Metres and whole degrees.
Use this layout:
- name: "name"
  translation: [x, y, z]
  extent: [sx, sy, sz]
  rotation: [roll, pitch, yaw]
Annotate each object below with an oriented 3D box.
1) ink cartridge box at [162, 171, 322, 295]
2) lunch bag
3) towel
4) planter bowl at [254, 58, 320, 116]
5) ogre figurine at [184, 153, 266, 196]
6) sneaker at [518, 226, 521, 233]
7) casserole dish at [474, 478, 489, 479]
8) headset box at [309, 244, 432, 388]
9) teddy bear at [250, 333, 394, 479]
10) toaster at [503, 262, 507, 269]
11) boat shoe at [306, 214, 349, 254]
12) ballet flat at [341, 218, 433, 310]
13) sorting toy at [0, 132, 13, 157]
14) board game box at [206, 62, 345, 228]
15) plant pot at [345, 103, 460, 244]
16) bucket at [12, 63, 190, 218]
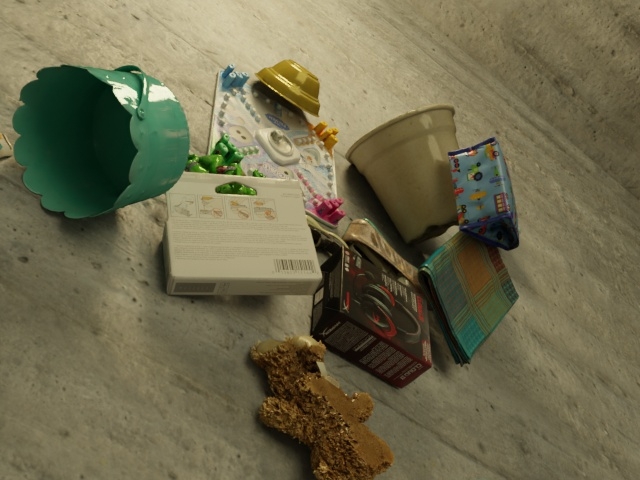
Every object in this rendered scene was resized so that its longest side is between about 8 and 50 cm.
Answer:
- name: "ink cartridge box"
  translation: [-0.165, -0.014, 1.410]
  extent: [0.297, 0.066, 0.261]
  rotation: [2, 52, -21]
- name: "lunch bag"
  translation: [0.468, -0.108, 1.866]
  extent: [0.293, 0.138, 0.220]
  rotation: [25, 55, -54]
- name: "towel"
  translation: [0.389, 0.114, 1.797]
  extent: [0.370, 0.040, 0.271]
  rotation: [-34, 102, -47]
- name: "planter bowl"
  translation: [-0.070, -0.442, 1.960]
  extent: [0.217, 0.090, 0.217]
  rotation: [33, 13, -9]
- name: "ogre figurine"
  translation: [-0.206, -0.132, 1.552]
  extent: [0.197, 0.097, 0.118]
  rotation: [35, 22, -38]
- name: "sneaker"
  translation: [0.595, -0.087, 2.374]
  extent: [0.208, 0.127, 0.319]
  rotation: [43, 43, -3]
- name: "casserole dish"
  translation: [0.349, 0.592, 1.472]
  extent: [0.114, 0.037, 0.188]
  rotation: [35, 36, -18]
- name: "headset box"
  translation: [0.128, 0.179, 1.585]
  extent: [0.293, 0.110, 0.218]
  rotation: [33, 35, -21]
- name: "teddy bear"
  translation: [-0.009, 0.315, 1.319]
  extent: [0.338, 0.113, 0.245]
  rotation: [47, 25, 14]
- name: "toaster"
  translation: [0.450, 0.104, 2.023]
  extent: [0.186, 0.110, 0.168]
  rotation: [40, 33, -10]
- name: "boat shoe"
  translation: [0.000, 0.000, 1.686]
  extent: [0.152, 0.056, 0.049]
  rotation: [35, 39, -1]
- name: "ballet flat"
  translation: [0.169, 0.085, 1.761]
  extent: [0.316, 0.107, 0.106]
  rotation: [44, 53, 4]
- name: "sorting toy"
  translation: [-0.579, -0.177, 1.241]
  extent: [0.083, 0.045, 0.075]
  rotation: [56, 15, 12]
- name: "board game box"
  translation: [-0.103, -0.255, 1.834]
  extent: [0.390, 0.050, 0.389]
  rotation: [28, 38, -27]
- name: "plant pot"
  translation: [0.283, -0.167, 1.966]
  extent: [0.334, 0.334, 0.305]
  rotation: [-10, 74, -52]
- name: "bucket"
  translation: [-0.384, -0.182, 1.257]
  extent: [0.281, 0.281, 0.183]
  rotation: [52, 27, 7]
